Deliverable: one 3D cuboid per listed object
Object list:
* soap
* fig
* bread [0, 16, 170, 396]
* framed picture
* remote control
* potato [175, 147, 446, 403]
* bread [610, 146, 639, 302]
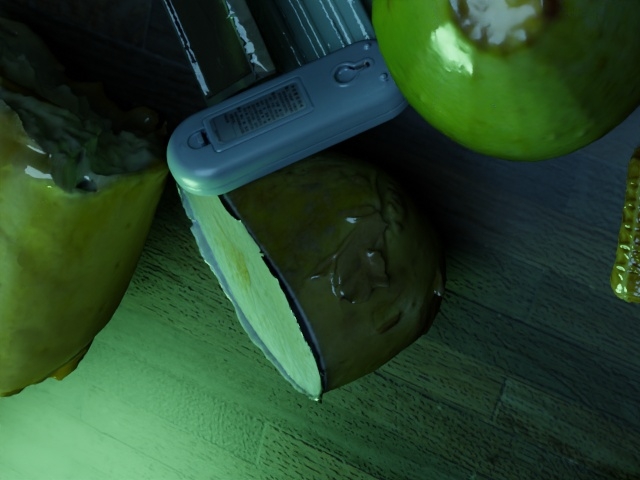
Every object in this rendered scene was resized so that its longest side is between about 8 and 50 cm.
[{"bbox_3d":[0.009,-0.206,1.185,0.114,0.063,0.198,-25,94,31],"label":"soap"},{"bbox_3d":[0.164,-0.194,0.959,0.258,0.326,0.258,1,93,12],"label":"fig"},{"bbox_3d":[-0.350,-0.037,1.326,0.361,0.250,0.394,38,123,25],"label":"bread"},{"bbox_3d":[-0.142,-0.288,1.174,0.315,0.024,0.232,67,164,-6],"label":"framed picture"},{"bbox_3d":[-0.028,-0.116,1.101,0.244,0.047,0.087,-24,52,0],"label":"remote control"},{"bbox_3d":[0.000,0.000,1.198,0.300,0.196,0.246,50,158,32],"label":"potato"},{"bbox_3d":[0.304,-0.015,1.109,0.052,0.044,0.157,15,112,29],"label":"bread"}]
